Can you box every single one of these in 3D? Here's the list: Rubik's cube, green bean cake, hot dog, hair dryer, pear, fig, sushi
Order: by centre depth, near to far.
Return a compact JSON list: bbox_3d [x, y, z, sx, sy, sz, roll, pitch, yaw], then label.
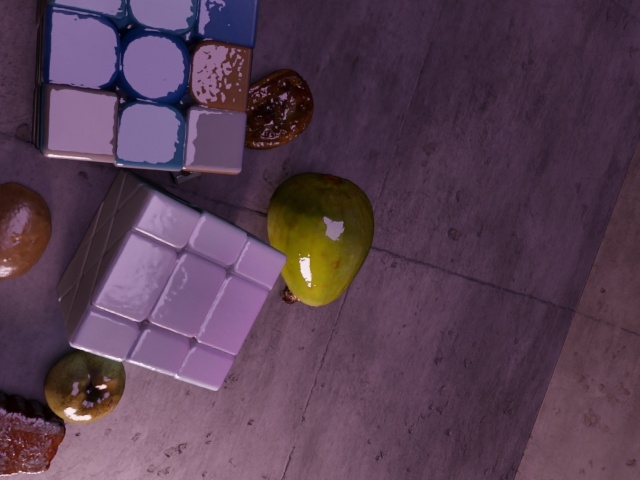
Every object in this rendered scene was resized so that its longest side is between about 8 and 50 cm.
[{"bbox_3d":[-0.342,-0.319,1.089,0.344,0.347,0.346,1,102,-30],"label":"Rubik's cube"},{"bbox_3d":[-0.318,0.072,1.215,0.316,0.322,0.318,28,89,-33],"label":"Rubik's cube"},{"bbox_3d":[-0.678,0.424,1.230,0.233,0.097,0.198,25,88,-31],"label":"green bean cake"},{"bbox_3d":[-0.510,0.314,1.272,0.167,0.136,0.167,-4,99,-29],"label":"pear"},{"bbox_3d":[-0.288,-0.154,1.288,0.063,0.124,0.038,-24,99,-23],"label":"hair dryer"},{"bbox_3d":[-0.111,-0.307,1.367,0.227,0.099,0.160,-41,119,-18],"label":"hot dog"},{"bbox_3d":[0.000,0.000,1.418,0.258,0.258,0.326,-9,113,-27],"label":"fig"},{"bbox_3d":[-0.050,0.132,1.529,0.118,0.060,0.061,-37,112,-18],"label":"sushi"}]

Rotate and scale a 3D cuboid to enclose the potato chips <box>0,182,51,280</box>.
[{"bbox_3d":[-0.629,-0.011,1.179,0.150,0.049,0.201,32,92,-26],"label":"potato chips"}]
